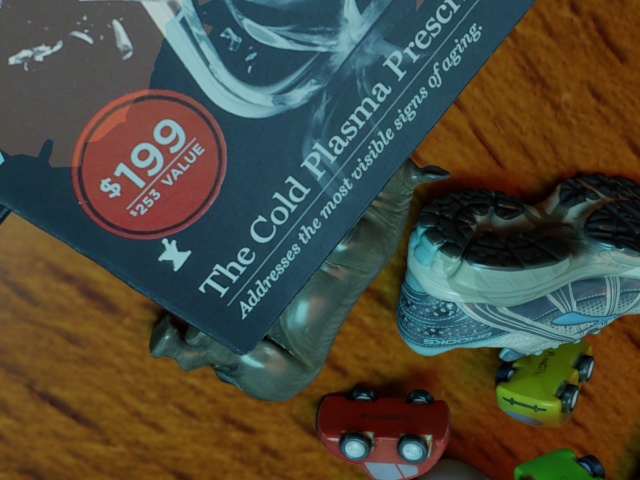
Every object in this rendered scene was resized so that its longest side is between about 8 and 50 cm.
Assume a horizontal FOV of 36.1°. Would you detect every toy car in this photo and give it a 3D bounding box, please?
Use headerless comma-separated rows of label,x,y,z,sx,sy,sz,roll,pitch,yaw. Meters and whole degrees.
toy car,0.140,0.159,0.690,0.239,0.225,0.053,-15,121,-22

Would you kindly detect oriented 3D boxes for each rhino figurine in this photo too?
rhino figurine,0.000,0.000,0.635,0.106,0.073,0.243,32,94,-31

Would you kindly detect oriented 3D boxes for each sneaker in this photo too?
sneaker,0.176,0.026,0.738,0.283,0.110,0.122,-1,132,-26

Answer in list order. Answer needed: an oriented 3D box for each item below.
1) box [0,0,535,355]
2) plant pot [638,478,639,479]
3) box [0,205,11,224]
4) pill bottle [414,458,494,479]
box,-0.067,-0.180,0.452,0.312,0.179,0.343,37,93,-34
plant pot,0.455,0.293,0.871,0.272,0.255,0.271,-15,129,-19
box,-0.288,0.001,0.499,0.220,0.051,0.175,-49,125,1
pill bottle,0.062,0.341,0.759,0.323,0.181,0.181,-50,125,1
